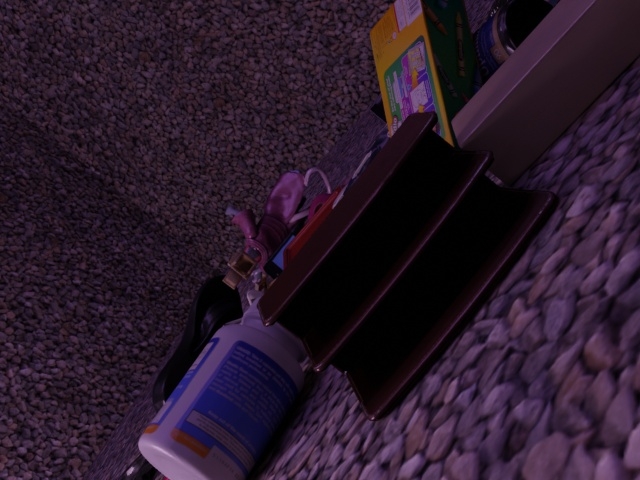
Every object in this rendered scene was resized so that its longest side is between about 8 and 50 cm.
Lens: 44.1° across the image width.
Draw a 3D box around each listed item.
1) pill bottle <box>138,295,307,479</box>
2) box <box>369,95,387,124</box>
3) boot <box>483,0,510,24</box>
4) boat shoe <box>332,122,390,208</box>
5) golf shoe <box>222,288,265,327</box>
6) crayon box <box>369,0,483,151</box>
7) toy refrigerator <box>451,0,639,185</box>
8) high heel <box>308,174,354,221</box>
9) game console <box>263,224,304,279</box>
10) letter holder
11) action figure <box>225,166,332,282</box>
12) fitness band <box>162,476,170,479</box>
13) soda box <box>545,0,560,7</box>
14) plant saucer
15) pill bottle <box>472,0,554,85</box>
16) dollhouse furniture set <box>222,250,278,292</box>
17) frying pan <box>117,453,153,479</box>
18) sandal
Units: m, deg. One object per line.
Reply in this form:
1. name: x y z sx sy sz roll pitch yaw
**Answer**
1. pill bottle: -0.117 0.216 1.110 0.272 0.152 0.152 -55 9 -30
2. box: 0.197 -0.263 1.509 0.156 0.093 0.158 -50 -21 10
3. boot: 0.418 -0.512 1.744 0.189 0.076 0.208 -40 7 46
4. boat shoe: 0.138 -0.119 1.381 0.341 0.127 0.158 -56 12 24
5. golf shoe: -0.153 0.214 1.454 0.273 0.120 0.105 -52 9 3
6. crayon box: 0.167 -0.239 1.221 0.165 0.081 0.279 145 118 -63
7. toy refrigerator: 0.286 -0.201 0.949 0.269 0.094 0.102 -49 15 22
8. high heel: 0.022 -0.060 1.914 0.244 0.082 0.117 -33 26 51
9. game console: -0.062 0.042 1.859 0.144 0.124 0.085 -51 -19 0
10. letter holder: 0.085 0.019 0.871 0.302 0.152 0.214 -51 10 1
11. action figure: -0.131 -0.020 2.351 0.275 0.248 0.370 -5 39 41
12. fitness band: -0.192 0.363 1.254 0.291 0.054 0.209 -51 5 -9
13. soda box: 0.383 -0.371 1.288 0.183 0.058 0.063 -50 8 3
14. plant saucer: 0.000 0.000 1.688 0.258 0.047 0.259 -49 16 15
15. pill bottle: 0.273 -0.273 1.230 0.123 0.122 0.219 -55 9 -27
16. dollhouse furniture set: -0.179 0.145 1.749 0.182 0.161 0.101 -54 8 -24
17. frying pan: -0.394 0.510 1.717 0.326 0.053 0.197 -46 9 24
18. sandal: -0.242 0.246 1.816 0.107 0.168 0.446 -18 31 26
